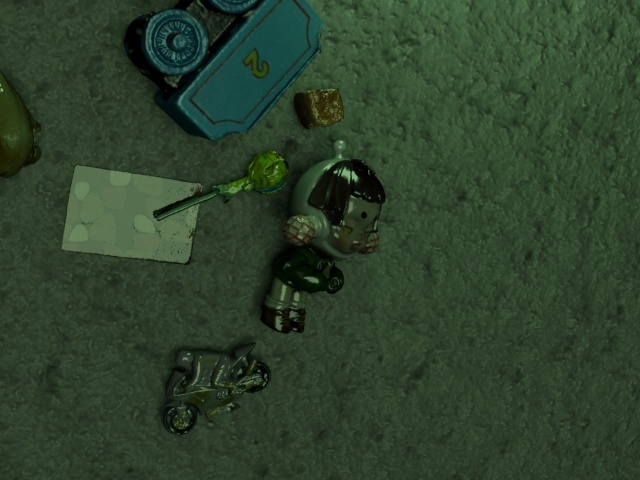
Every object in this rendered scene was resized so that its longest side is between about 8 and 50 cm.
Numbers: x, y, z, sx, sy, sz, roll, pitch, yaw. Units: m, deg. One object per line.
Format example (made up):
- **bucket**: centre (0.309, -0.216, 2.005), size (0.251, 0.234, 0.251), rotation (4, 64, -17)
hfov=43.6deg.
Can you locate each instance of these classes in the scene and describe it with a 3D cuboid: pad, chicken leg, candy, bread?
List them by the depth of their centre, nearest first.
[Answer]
- **chicken leg**: centre (-0.580, -0.296, 1.243), size (0.201, 0.153, 0.429), rotation (-24, 101, -28)
- **pad**: centre (-0.337, -0.044, 1.446), size (0.235, 0.003, 0.158), rotation (8, 97, -22)
- **candy**: centre (-0.178, -0.090, 1.468), size (0.262, 0.073, 0.077), rotation (-23, 136, -10)
- **bread**: centre (-0.004, -0.245, 1.490), size (0.077, 0.083, 0.070), rotation (-12, 95, -22)

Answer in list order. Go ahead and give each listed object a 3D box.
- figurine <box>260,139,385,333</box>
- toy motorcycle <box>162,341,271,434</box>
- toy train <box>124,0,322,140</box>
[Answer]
- **figurine**: centre (0.000, 0.000, 1.504), size (0.281, 0.167, 0.370), rotation (7, 111, -56)
- **toy motorcycle**: centre (-0.212, 0.263, 1.517), size (0.225, 0.073, 0.152), rotation (-27, 106, -13)
- **toy train**: centre (-0.162, -0.338, 1.364), size (0.265, 0.188, 0.300), rotation (44, 80, -27)
